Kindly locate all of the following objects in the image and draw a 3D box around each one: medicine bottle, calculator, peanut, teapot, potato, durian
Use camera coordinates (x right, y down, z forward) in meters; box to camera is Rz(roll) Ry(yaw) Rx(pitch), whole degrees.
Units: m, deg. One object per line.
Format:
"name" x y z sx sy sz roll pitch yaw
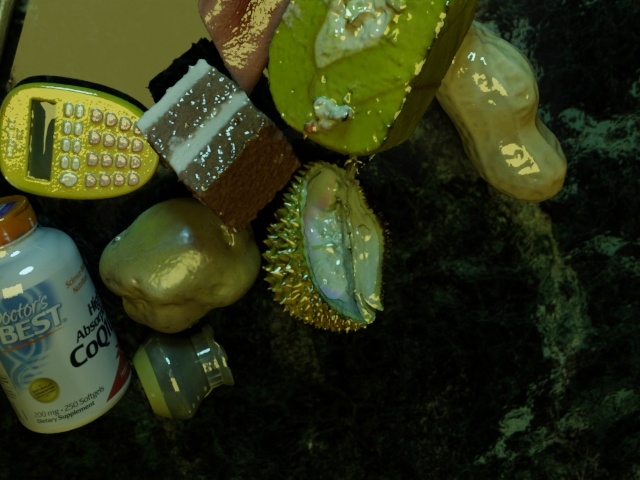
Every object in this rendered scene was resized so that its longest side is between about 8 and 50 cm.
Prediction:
"medicine bottle" -0.361 0.090 1.048 0.157 0.157 0.288 -17 115 0
"calculator" -0.319 -0.122 1.027 0.235 0.032 0.146 7 113 -12
"peanut" 0.229 -0.159 1.033 0.125 0.111 0.274 -10 126 42
"teapot" -0.187 0.186 1.144 0.119 0.130 0.165 -22 149 -14
"potato" -0.179 0.028 1.060 0.200 0.137 0.154 -28 142 6
"durian" 0.000 0.000 1.073 0.193 0.138 0.237 30 63 -31

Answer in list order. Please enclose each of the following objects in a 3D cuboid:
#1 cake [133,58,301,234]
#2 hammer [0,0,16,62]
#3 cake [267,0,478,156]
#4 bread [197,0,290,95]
"cake" -0.123 -0.110 0.971 0.134 0.147 0.135 -50 156 -7
"hammer" -0.331 -0.337 0.895 0.168 0.044 0.439 24 109 2
"cake" 0.055 -0.231 0.929 0.179 0.156 0.260 31 114 12
"bread" -0.083 -0.273 0.969 0.119 0.067 0.192 27 109 -26
